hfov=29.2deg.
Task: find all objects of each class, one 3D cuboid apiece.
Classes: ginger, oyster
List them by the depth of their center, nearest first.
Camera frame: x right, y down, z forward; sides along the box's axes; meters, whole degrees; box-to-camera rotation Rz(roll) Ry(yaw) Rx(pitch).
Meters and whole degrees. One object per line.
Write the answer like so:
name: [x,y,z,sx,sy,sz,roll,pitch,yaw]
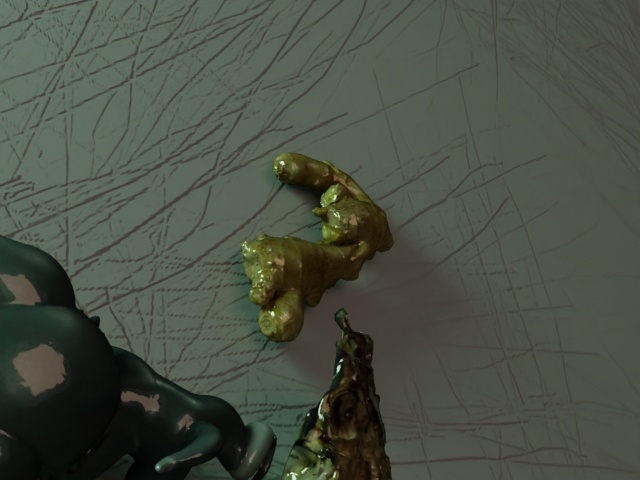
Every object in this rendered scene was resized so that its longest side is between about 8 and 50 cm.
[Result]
oyster: [0.012,0.191,0.910,0.092,0.198,0.260,10,56,18]
ginger: [0.000,0.000,1.098,0.176,0.052,0.193,3,63,-32]

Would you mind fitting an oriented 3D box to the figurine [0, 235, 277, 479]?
figurine: [-0.158,0.130,0.840,0.265,0.140,0.193,23,69,-10]
